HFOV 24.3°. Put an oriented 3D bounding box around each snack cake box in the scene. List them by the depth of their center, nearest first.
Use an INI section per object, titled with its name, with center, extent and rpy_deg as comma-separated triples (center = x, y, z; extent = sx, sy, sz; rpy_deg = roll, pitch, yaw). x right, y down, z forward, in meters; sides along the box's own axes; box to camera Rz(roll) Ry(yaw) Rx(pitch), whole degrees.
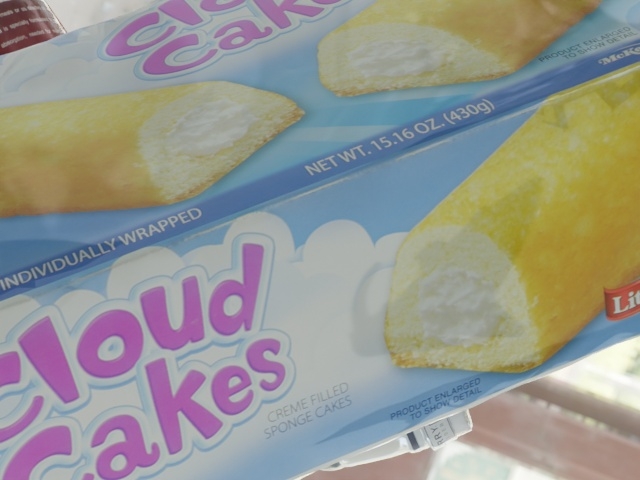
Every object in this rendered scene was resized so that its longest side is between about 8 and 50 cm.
[snack cake box]
center = -0.019, -0.011, 0.440
extent = 0.264, 0.152, 0.089
rpy_deg = -22, 124, -13

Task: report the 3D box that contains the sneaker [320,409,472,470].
[sneaker]
center = 0.000, 0.000, 0.773
extent = 0.094, 0.091, 0.258
rpy_deg = 67, 6, -51

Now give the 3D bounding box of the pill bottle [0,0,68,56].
[pill bottle]
center = -0.192, -0.079, 0.884
extent = 0.121, 0.221, 0.121
rpy_deg = -34, 173, -5
